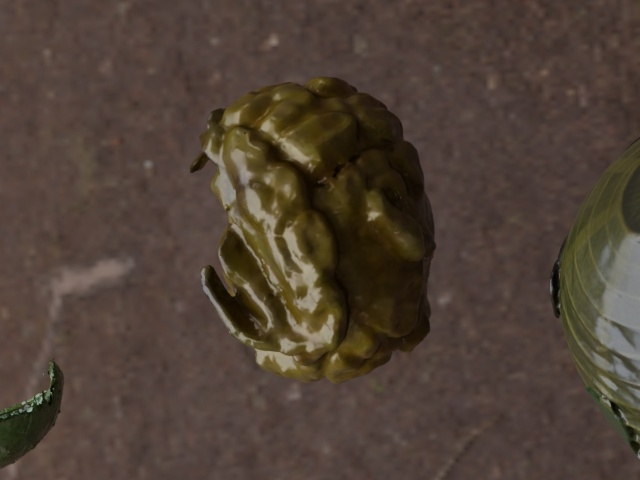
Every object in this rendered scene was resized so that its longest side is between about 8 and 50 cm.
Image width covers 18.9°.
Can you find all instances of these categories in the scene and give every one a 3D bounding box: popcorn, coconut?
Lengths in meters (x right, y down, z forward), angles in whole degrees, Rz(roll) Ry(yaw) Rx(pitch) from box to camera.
[{"bbox_3d":[0.000,0.000,1.526,0.250,0.190,0.250,-17,-90,-85],"label":"popcorn"},{"bbox_3d":[-0.287,0.173,1.819,0.055,0.133,0.158,51,180,-5],"label":"coconut"}]

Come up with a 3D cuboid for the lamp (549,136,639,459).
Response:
[{"bbox_3d":[0.249,0.024,1.148,0.250,0.284,0.250,-23,47,27],"label":"lamp"}]
